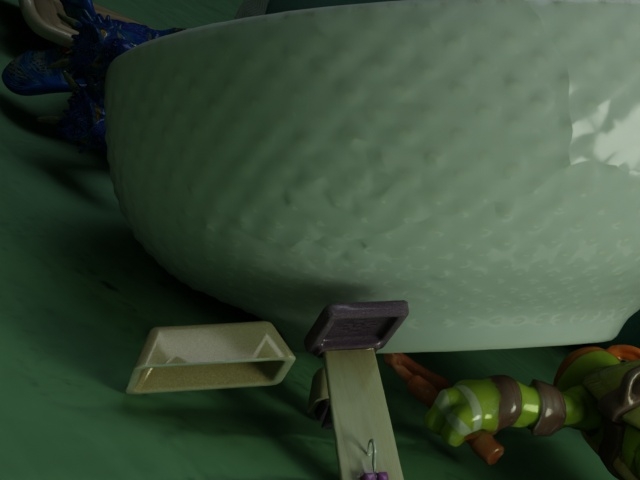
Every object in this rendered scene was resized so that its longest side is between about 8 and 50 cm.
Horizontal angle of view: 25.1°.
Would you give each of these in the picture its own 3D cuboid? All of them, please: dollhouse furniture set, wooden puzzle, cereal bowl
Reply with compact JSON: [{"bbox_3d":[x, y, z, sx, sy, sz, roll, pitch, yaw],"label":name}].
[{"bbox_3d":[-0.022,0.082,0.587,0.114,0.091,0.081,-2,65,-17],"label":"dollhouse furniture set"},{"bbox_3d":[-0.150,-0.151,1.184,0.239,0.044,0.221,26,11,-21],"label":"wooden puzzle"},{"bbox_3d":[0.063,-0.018,0.705,0.339,0.141,0.339,-3,-2,0],"label":"cereal bowl"}]

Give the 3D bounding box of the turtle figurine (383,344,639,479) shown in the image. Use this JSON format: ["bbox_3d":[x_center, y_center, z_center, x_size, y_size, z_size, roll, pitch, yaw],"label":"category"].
[{"bbox_3d":[0.178,0.105,0.695,0.269,0.087,0.217,19,15,-29],"label":"turtle figurine"}]

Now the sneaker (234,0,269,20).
[{"bbox_3d":[0.045,-0.123,1.316,0.169,0.108,0.292,14,27,-47],"label":"sneaker"}]

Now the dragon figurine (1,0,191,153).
[{"bbox_3d":[-0.146,-0.119,0.918,0.144,0.085,0.289,24,10,-38],"label":"dragon figurine"}]

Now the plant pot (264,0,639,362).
[{"bbox_3d":[0.151,-0.109,1.013,0.334,0.341,0.341,22,12,17],"label":"plant pot"}]
